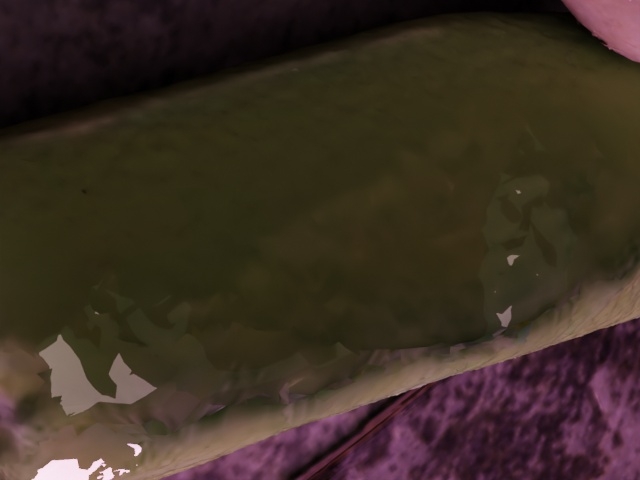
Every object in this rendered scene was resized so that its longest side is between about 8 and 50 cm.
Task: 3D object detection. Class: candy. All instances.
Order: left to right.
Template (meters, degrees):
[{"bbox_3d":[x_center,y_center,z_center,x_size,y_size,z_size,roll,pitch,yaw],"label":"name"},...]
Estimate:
[{"bbox_3d":[0.000,0.000,0.730,0.344,0.132,0.142,-15,75,-31],"label":"candy"}]

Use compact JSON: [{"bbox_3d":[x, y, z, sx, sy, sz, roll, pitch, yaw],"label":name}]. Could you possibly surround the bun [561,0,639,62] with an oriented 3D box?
[{"bbox_3d":[0.158,-0.181,0.737,0.239,0.141,0.239,-3,98,-23],"label":"bun"}]
